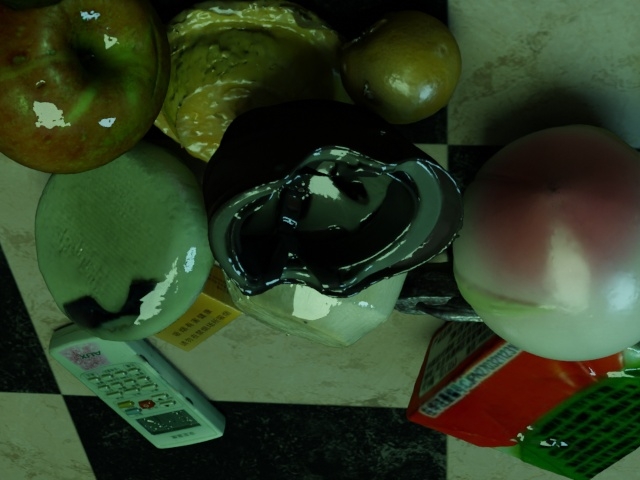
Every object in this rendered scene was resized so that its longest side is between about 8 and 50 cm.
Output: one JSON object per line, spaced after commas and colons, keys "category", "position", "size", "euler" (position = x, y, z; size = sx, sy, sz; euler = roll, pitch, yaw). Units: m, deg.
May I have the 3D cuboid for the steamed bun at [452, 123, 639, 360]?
{"category": "steamed bun", "position": [0.298, -0.010, 1.698], "size": [0.309, 0.309, 0.309], "euler": [4, 142, 3]}

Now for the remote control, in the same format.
{"category": "remote control", "position": [-0.303, 0.242, 2.324], "size": [0.145, 0.050, 0.344], "euler": [-15, 138, 25]}

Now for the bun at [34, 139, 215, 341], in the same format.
{"category": "bun", "position": [-0.242, -0.003, 1.872], "size": [0.283, 0.283, 0.179], "euler": [-22, 168, 32]}

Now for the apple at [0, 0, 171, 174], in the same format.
{"category": "apple", "position": [-0.303, -0.200, 1.605], "size": [0.246, 0.246, 0.226], "euler": [34, 157, -31]}

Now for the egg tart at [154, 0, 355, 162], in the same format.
{"category": "egg tart", "position": [-0.088, -0.177, 1.708], "size": [0.288, 0.118, 0.288], "euler": [2, 138, 2]}

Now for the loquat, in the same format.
{"category": "loquat", "position": [0.094, -0.200, 1.627], "size": [0.141, 0.141, 0.141], "euler": [4, 142, 3]}

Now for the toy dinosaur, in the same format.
{"category": "toy dinosaur", "position": [0.163, 0.068, 1.943], "size": [0.162, 0.077, 0.294], "euler": [-2, -179, -31]}

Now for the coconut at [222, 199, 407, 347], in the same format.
{"category": "coconut", "position": [0.000, 0.000, 1.831], "size": [0.245, 0.247, 0.245], "euler": [20, 168, 4]}

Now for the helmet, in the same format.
{"category": "helmet", "position": [0.001, -0.063, 1.620], "size": [0.305, 0.177, 0.225], "euler": [-2, 134, -24]}

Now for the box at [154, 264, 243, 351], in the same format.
{"category": "box", "position": [-0.248, 0.068, 2.081], "size": [0.237, 0.070, 0.152], "euler": [28, 138, -29]}

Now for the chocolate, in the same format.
{"category": "chocolate", "position": [0.362, 0.186, 2.066], "size": [0.341, 0.161, 0.360], "euler": [22, 139, -19]}
